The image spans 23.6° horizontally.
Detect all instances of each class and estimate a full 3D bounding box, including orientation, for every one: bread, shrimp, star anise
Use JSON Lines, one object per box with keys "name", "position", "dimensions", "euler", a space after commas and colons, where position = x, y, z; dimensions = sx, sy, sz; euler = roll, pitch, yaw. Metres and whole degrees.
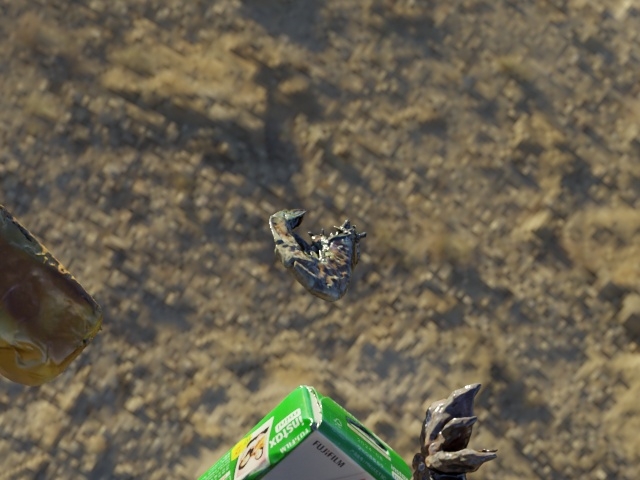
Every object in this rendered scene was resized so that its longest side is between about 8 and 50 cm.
{"name": "bread", "position": [-0.380, 0.032, 1.699], "dimensions": [0.294, 0.167, 0.132], "euler": [48, 68, -10]}
{"name": "shrimp", "position": [0.000, 0.000, 1.322], "dimensions": [0.091, 0.034, 0.161], "euler": [47, 21, -4]}
{"name": "star anise", "position": [0.099, 0.183, 1.221], "dimensions": [0.042, 0.141, 0.141], "euler": [11, 39, -13]}

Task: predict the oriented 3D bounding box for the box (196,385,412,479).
{"name": "box", "position": [-0.035, 0.300, 1.707], "dimensions": [0.180, 0.250, 0.103], "euler": [41, 12, -21]}
